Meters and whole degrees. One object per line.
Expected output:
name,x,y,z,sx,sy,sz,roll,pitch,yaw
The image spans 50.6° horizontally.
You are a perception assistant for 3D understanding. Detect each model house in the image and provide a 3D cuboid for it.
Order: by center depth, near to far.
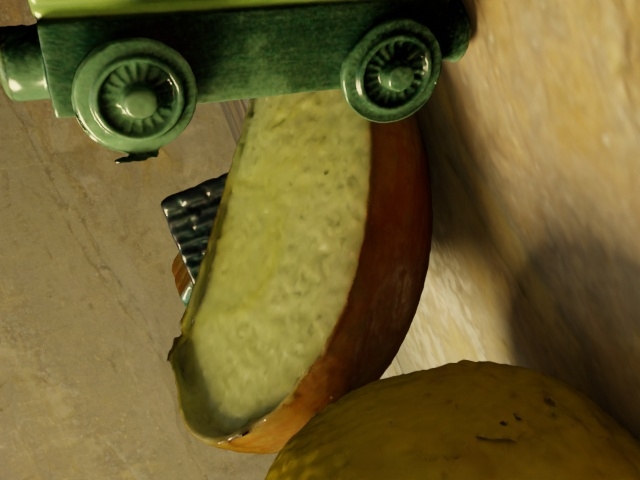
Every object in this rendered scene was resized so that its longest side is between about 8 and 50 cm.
model house,-0.081,-0.029,0.841,0.226,0.261,0.241,-120,10,-46

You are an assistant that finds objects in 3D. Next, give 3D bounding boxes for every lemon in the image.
lemon,0.076,0.207,0.391,0.322,0.268,0.268,93,155,-60

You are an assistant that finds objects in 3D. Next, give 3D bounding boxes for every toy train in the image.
toy train,-0.035,-0.137,0.342,0.105,0.253,0.157,-120,26,-53

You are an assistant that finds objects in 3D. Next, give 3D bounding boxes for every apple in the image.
apple,0.000,0.000,0.532,0.254,0.179,0.346,152,134,-83
